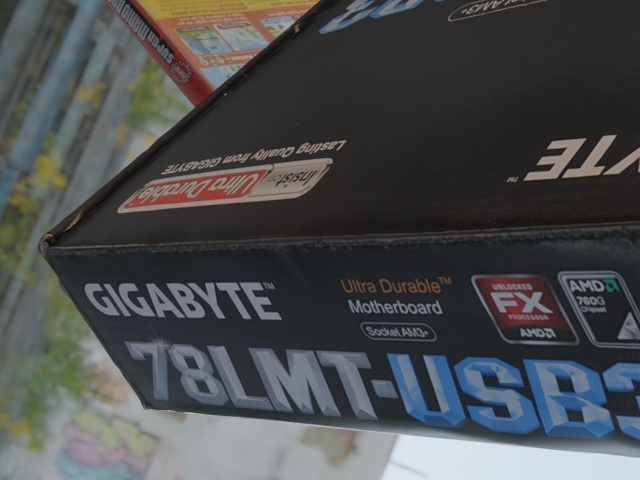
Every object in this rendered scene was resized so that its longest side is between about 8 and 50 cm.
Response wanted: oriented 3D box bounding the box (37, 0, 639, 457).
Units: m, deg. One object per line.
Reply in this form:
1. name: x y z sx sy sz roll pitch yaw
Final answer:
1. box: 0.112 -0.064 0.433 0.295 0.073 0.293 -3 -146 51

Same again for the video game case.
1. video game case: -0.055 -0.161 1.136 0.204 0.285 0.025 -14 146 -48
